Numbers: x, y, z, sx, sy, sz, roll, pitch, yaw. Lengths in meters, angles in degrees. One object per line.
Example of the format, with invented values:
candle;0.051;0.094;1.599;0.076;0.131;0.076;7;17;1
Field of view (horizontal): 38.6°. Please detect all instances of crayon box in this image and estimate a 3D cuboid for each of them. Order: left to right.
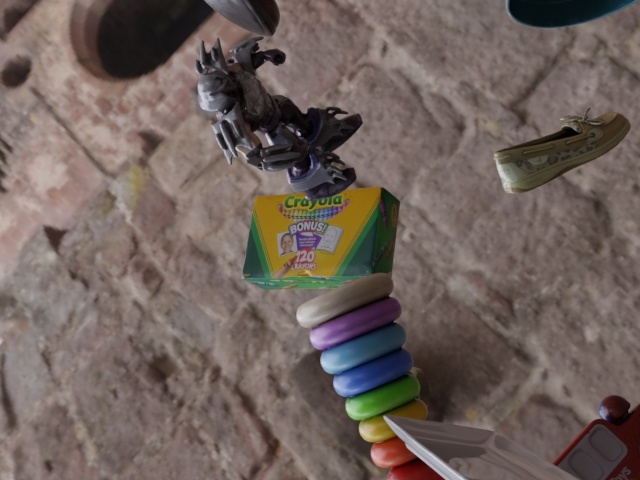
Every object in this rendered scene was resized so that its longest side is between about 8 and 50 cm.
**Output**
crayon box;0.000;0.000;1.668;0.278;0.165;0.081;-3;159;31

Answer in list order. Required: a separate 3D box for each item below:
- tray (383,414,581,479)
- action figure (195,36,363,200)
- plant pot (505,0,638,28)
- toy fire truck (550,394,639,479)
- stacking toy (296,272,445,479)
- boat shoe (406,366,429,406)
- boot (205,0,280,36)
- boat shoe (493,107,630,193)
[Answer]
tray;0.163;0.226;0.927;0.145;0.030;0.270;10;179;-11
action figure;-0.054;-0.147;1.100;0.285;0.099;0.185;25;-128;-55
plant pot;0.403;-0.520;1.461;0.271;0.271;0.255;33;-135;-67
toy fire truck;0.493;0.363;1.373;0.254;0.302;0.169;44;150;15
stacking toy;0.090;0.217;1.232;0.141;0.141;0.330;18;-131;-80
boat shoe;0.138;0.314;1.964;0.307;0.104;0.111;132;130;-75
boot;-0.061;-0.416;1.067;0.096;0.280;0.264;15;153;49
boat shoe;0.459;-0.184;1.725;0.089;0.285;0.104;65;164;-12
